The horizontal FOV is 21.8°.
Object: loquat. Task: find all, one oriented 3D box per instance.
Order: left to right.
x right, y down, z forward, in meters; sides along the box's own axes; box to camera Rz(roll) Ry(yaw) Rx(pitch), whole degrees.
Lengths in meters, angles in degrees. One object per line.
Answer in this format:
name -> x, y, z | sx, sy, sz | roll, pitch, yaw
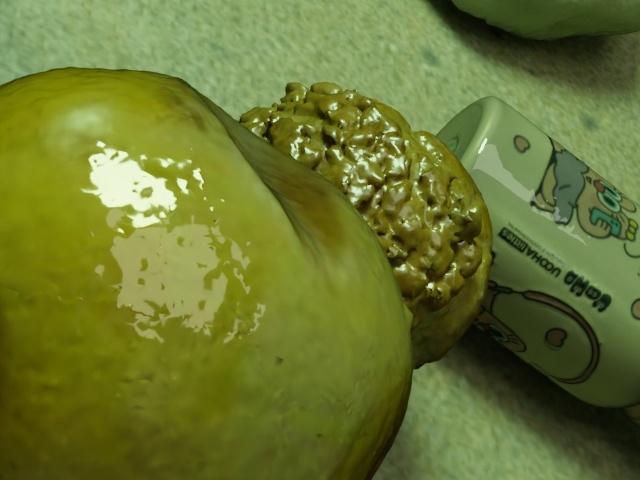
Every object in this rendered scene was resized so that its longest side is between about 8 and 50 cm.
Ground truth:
loquat -> -0.068, 0.037, 0.573 | 0.213, 0.213, 0.213 | 22, 46, -24

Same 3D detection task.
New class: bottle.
bottle -> 0.137, 0.022, 0.831 | 0.209, 0.097, 0.110 | 36, 41, -12

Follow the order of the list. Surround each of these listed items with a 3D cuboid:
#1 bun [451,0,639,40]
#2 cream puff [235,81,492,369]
bun -> 0.138, -0.231, 1.012 | 0.231, 0.133, 0.231 | 23, 44, -24
cream puff -> 0.000, -0.004, 0.712 | 0.144, 0.126, 0.103 | 35, -4, 39
